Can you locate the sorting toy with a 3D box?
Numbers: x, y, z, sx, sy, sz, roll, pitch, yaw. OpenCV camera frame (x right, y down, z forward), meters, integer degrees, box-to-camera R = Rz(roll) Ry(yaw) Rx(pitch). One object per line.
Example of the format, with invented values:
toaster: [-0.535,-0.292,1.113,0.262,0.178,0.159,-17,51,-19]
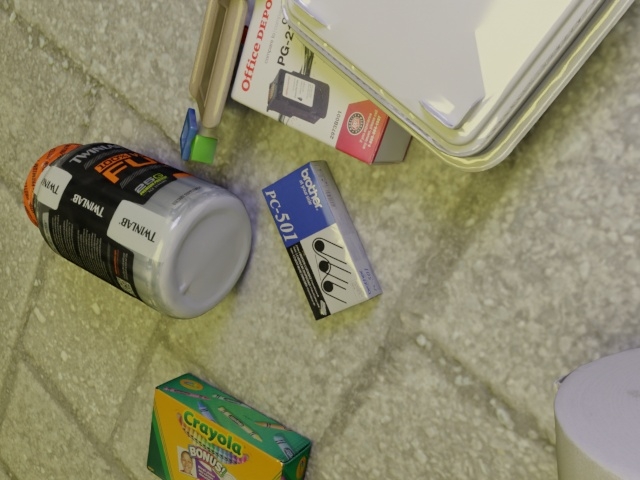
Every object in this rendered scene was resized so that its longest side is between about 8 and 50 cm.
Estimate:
sorting toy: [-0.139,-0.270,0.893,0.196,0.047,0.347,-124,48,-58]

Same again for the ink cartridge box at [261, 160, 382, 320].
ink cartridge box: [0.000,0.000,0.883,0.097,0.046,0.207,-27,84,32]

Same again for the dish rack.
dish rack: [0.115,-0.262,0.634,0.333,0.072,0.285,44,119,17]

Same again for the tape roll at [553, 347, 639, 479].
tape roll: [0.378,0.161,0.463,0.392,0.392,0.072,-2,98,33]

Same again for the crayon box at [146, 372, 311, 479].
crayon box: [-0.159,0.357,1.027,0.278,0.081,0.165,20,109,29]

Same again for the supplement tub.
supplement tub: [-0.293,-0.030,0.972,0.338,0.207,0.207,22,110,27]

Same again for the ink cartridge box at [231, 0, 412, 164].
ink cartridge box: [0.017,-0.222,0.800,0.237,0.100,0.172,29,112,26]
